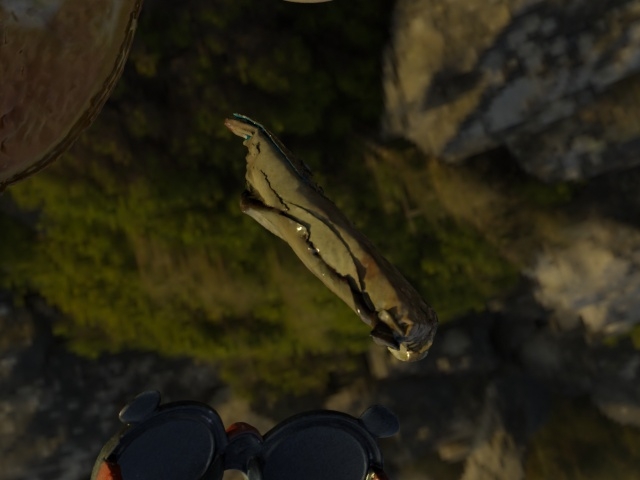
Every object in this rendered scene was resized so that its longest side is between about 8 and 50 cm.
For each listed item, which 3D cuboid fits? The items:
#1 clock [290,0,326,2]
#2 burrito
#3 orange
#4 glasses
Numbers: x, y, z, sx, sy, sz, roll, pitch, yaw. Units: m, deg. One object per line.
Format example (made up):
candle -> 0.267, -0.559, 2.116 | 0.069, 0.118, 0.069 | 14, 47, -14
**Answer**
clock -> 0.067, -0.269, 0.838 | 0.309, 0.114, 0.284 | -2, 131, 20
burrito -> 0.002, -0.001, 0.842 | 0.042, 0.171, 0.051 | -41, 149, -6
orange -> -0.217, -0.212, 1.128 | 0.274, 0.274, 0.310 | 7, 143, -40
glasses -> -0.008, 0.214, 1.058 | 0.234, 0.268, 0.118 | 9, 117, -34
